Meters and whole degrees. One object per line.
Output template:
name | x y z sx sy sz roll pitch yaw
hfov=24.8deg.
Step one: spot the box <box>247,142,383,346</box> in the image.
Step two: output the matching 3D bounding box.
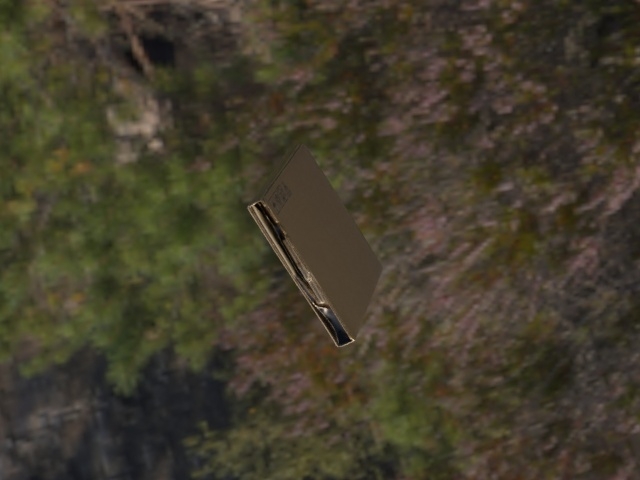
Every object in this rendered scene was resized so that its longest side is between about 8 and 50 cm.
box | 0.000 0.000 1.440 0.021 0.201 0.164 -29 101 18
